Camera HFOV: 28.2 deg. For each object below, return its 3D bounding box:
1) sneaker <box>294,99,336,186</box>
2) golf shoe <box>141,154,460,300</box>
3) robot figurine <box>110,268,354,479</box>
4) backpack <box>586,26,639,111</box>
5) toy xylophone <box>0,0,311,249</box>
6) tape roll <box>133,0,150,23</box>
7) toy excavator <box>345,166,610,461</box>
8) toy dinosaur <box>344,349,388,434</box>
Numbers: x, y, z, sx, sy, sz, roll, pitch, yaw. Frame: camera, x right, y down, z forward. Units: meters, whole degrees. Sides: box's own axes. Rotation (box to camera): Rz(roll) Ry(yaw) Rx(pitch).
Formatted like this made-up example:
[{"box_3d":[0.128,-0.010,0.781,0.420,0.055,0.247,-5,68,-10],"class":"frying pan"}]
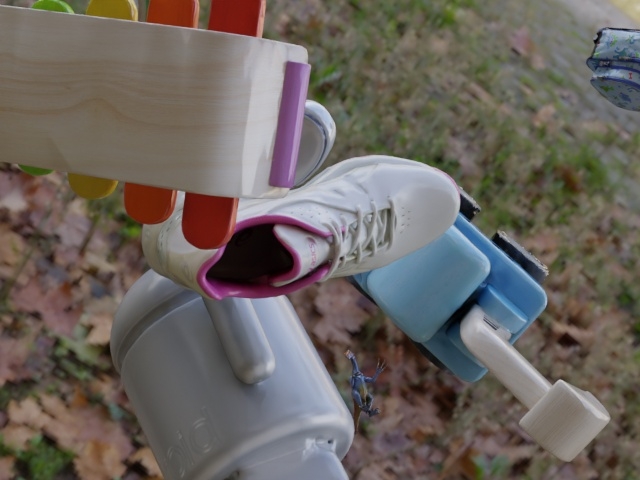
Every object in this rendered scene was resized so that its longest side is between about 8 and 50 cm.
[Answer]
[{"box_3d":[-0.090,-0.067,1.420,0.094,0.258,0.091,50,36,-13],"class":"sneaker"},{"box_3d":[0.000,0.000,1.146,0.306,0.115,0.140,-11,22,-18],"class":"golf shoe"},{"box_3d":[-0.097,0.153,1.337,0.199,0.300,0.353,-15,57,-24],"class":"robot figurine"},{"box_3d":[0.399,-0.208,1.575,0.114,0.084,0.105,8,-17,44],"class":"backpack"},{"box_3d":[-0.161,-0.136,0.950,0.322,0.236,0.081,18,9,16],"class":"toy xylophone"},{"box_3d":[-0.287,-0.234,1.205,0.321,0.321,0.077,21,29,-26],"class":"tape roll"},{"box_3d":[0.210,0.109,1.790,0.433,0.222,0.445,43,11,7],"class":"toy excavator"},{"box_3d":[0.043,0.182,1.596,0.047,0.090,0.082,20,28,-43],"class":"toy dinosaur"}]
